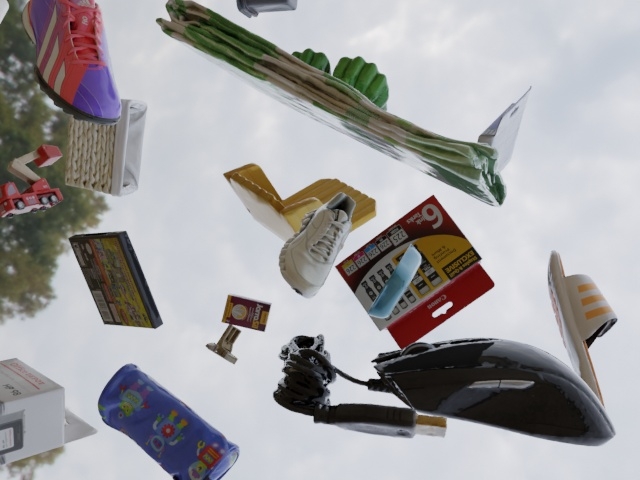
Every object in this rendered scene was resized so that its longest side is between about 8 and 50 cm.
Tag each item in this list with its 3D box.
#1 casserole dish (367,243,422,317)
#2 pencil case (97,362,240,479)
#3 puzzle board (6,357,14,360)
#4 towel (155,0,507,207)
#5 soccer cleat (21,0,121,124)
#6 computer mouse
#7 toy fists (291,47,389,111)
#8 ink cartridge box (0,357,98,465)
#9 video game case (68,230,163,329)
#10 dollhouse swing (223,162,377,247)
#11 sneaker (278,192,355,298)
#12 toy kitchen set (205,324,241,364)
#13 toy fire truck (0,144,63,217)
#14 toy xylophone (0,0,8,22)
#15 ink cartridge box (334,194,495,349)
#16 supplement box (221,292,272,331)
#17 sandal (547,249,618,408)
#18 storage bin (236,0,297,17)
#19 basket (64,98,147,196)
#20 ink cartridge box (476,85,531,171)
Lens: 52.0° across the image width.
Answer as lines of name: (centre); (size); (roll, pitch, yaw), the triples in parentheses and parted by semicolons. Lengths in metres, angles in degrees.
casserole dish: (0.137, 0.075, 1.170); (0.114, 0.037, 0.188); (-61, 173, 25)
pencil case: (-0.306, 0.378, 1.297); (0.306, 0.119, 0.133); (34, -109, 16)
puzzle board: (-0.585, 0.256, 1.134); (0.128, 0.011, 0.096); (-18, -143, 32)
towel: (0.028, -0.126, 0.643); (0.324, 0.248, 0.038); (29, -84, 17)
soccer cleat: (-0.360, -0.295, 0.966); (0.116, 0.108, 0.318); (-52, -128, 27)
computer mouse: (0.094, 0.097, 0.462); (0.262, 0.184, 0.060); (11, -89, 4)
toy fists: (0.028, -0.368, 1.542); (0.279, 0.142, 0.096); (17, -125, 24)
ink cartridge box: (-0.307, 0.158, 0.596); (0.104, 0.180, 0.060); (12, -78, 40)
video game case: (-0.557, 0.109, 1.779); (0.248, 0.275, 0.035); (-2, -158, 40)
dollhouse swing: (-0.044, -0.151, 2.033); (0.305, 0.315, 0.347); (-43, -137, -12)
sneaker: (0.000, 0.000, 1.343); (0.118, 0.110, 0.292); (-42, -163, 35)
toy kitchen set: (-0.226, 0.240, 1.567); (0.075, 0.068, 0.083); (-57, -153, -7)
toy fire truck: (-0.617, -0.128, 1.388); (0.047, 0.192, 0.135); (-26, -90, 28)
toy xylophone: (-0.727, -0.385, 1.295); (0.322, 0.081, 0.236); (-15, -126, 40)
ink cartridge box: (0.244, 0.088, 1.659); (0.309, 0.130, 0.272); (-37, -102, 7)
supplement box: (-0.137, 0.135, 1.222); (0.043, 0.083, 0.055); (165, -62, -88)
sandal: (0.389, 0.138, 0.939); (0.076, 0.102, 0.265); (-14, -112, 11)
storage bin: (-0.087, -0.457, 1.122); (0.091, 0.098, 0.135); (5, -84, 15)
basket: (-0.373, -0.168, 1.143); (0.113, 0.103, 0.167); (-90, -171, -80)
ink cartridge box: (0.446, -0.255, 1.640); (0.045, 0.224, 0.223); (25, -138, 23)
